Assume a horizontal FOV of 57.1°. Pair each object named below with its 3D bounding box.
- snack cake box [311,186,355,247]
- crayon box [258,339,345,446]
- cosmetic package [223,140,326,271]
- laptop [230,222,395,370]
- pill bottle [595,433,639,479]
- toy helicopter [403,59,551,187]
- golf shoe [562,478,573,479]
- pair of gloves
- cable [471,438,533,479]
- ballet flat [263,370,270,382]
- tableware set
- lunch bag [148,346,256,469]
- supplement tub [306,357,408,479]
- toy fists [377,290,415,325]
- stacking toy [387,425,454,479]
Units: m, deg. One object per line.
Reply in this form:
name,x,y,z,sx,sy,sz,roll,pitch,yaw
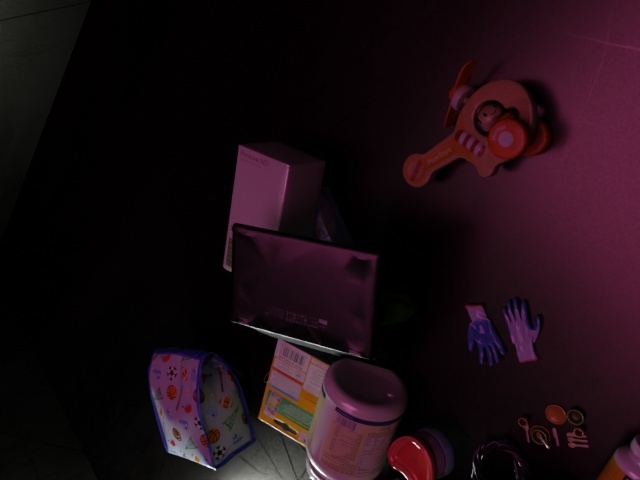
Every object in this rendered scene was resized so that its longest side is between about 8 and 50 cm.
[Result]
snack cake box,0.000,0.000,1.680,0.152,0.089,0.264,-30,81,42
crayon box,-0.062,0.458,1.824,0.203,0.083,0.322,25,116,19
cosmetic package,-0.131,-0.068,1.613,0.197,0.155,0.365,25,116,34
laptop,-0.006,0.155,1.490,0.382,0.236,0.407,11,110,22
pill bottle,0.656,0.501,1.241,0.103,0.103,0.184,33,120,30
toy helicopter,0.316,-0.238,1.328,0.355,0.140,0.235,-32,78,43
golf shoe,0.620,0.638,1.335,0.198,0.077,0.093,40,134,34
pair of gloves,0.436,0.221,1.411,0.198,0.023,0.159,-14,92,42
cable,0.454,0.580,1.469,0.151,0.047,0.184,19,112,35
ballet flat,-0.122,0.426,1.913,0.173,0.049,0.057,-44,73,38
tableware set,0.541,0.435,1.375,0.154,0.024,0.104,-9,94,41
lunch bag,-0.433,0.560,2.089,0.328,0.239,0.385,-7,103,43
supplement tub,0.091,0.517,1.633,0.235,0.235,0.324,30,119,31
toy fists,0.122,0.190,1.593,0.279,0.142,0.096,-15,77,41
stacking toy,0.304,0.657,1.527,0.309,0.130,0.279,52,134,33
